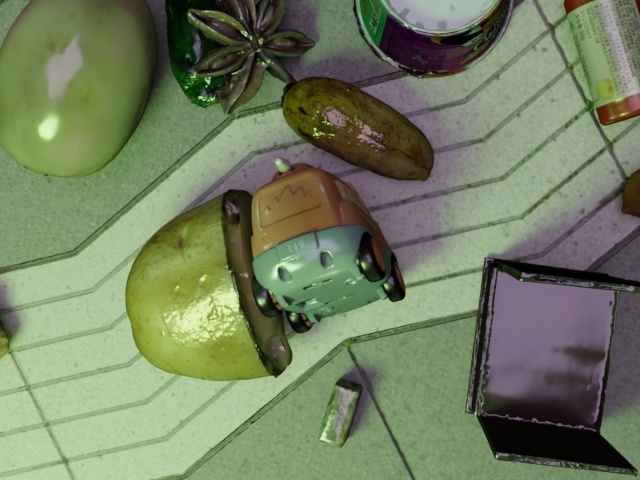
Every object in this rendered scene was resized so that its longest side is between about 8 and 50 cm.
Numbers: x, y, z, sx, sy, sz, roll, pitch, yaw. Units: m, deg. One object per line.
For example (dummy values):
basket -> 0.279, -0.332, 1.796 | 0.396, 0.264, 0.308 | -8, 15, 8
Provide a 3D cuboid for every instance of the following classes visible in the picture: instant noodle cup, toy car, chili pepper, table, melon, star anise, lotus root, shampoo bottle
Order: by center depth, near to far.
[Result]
table -> 0.325, 0.162, 1.229 | 0.196, 0.282, 0.251 | 8, 92, 4
instant noodle cup -> 0.167, -0.373, 1.276 | 0.251, 0.190, 0.251 | 0, 92, 5
toy car -> 0.000, 0.000, 1.279 | 0.180, 0.270, 0.213 | -20, 68, 13
shampoo bottle -> 0.425, -0.316, 1.300 | 0.104, 0.104, 0.278 | -17, 90, 5
melon -> -0.365, -0.240, 1.307 | 0.223, 0.223, 0.317 | 23, 98, 4
star anise -> -0.115, -0.308, 1.327 | 0.212, 0.073, 0.197 | -28, 106, -27
lotus root -> 0.057, -0.172, 1.339 | 0.258, 0.097, 0.110 | 25, 90, 0
chili pepper -> -0.194, -0.319, 1.371 | 0.098, 0.061, 0.224 | -12, 92, 5

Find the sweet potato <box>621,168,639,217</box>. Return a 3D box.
sweet potato -> 0.586, -0.101, 1.300 | 0.291, 0.097, 0.097 | -15, 90, 3

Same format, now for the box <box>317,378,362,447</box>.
box -> 0.031, 0.268, 1.366 | 0.045, 0.062, 0.098 | 19, 95, 8

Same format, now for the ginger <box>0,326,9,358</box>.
ginger -> -0.569, 0.074, 1.401 | 0.131, 0.086, 0.295 | -11, 86, 27

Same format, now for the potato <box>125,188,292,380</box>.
potato -> -0.177, 0.085, 1.309 | 0.242, 0.242, 0.286 | -14, 105, 5
